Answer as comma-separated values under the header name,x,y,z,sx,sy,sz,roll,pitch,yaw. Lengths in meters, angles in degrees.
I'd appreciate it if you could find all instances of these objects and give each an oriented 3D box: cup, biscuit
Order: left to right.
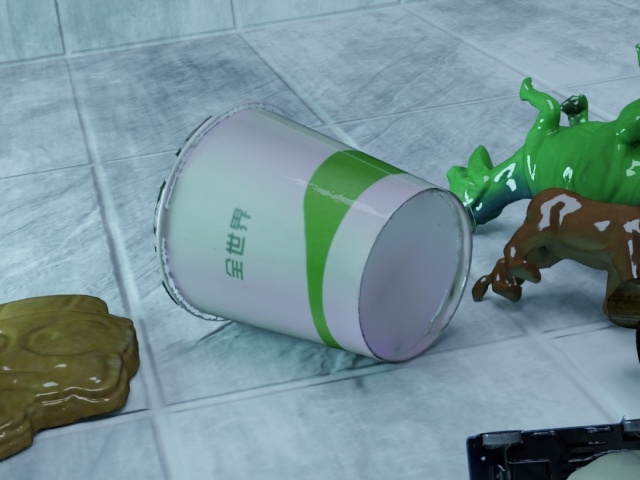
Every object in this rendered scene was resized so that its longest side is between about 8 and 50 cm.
name,x,y,z,sx,sy,sz,roll,pitch,yaw
biscuit,-0.329,0.134,1.514,0.269,0.051,0.376,-8,19,1
cup,0.000,0.000,1.511,0.274,0.253,0.253,19,31,39

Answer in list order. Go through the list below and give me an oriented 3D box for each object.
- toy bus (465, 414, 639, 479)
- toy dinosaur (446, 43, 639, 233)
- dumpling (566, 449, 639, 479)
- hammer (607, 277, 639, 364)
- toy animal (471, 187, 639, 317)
name,x,y,z,sx,sy,sz,roll,pitch,yaw
toy bus,0.202,0.180,1.143,0.167,0.073,0.076,-4,-4,6
toy dinosaur,0.316,-0.012,1.623,0.374,0.144,0.500,-38,41,27
dumpling,0.207,0.222,0.990,0.166,0.126,0.216,-36,36,-3
hammer,0.328,0.054,1.184,0.242,0.095,0.409,-15,3,-9
toy animal,0.303,0.000,1.505,0.312,0.097,0.158,9,62,40
